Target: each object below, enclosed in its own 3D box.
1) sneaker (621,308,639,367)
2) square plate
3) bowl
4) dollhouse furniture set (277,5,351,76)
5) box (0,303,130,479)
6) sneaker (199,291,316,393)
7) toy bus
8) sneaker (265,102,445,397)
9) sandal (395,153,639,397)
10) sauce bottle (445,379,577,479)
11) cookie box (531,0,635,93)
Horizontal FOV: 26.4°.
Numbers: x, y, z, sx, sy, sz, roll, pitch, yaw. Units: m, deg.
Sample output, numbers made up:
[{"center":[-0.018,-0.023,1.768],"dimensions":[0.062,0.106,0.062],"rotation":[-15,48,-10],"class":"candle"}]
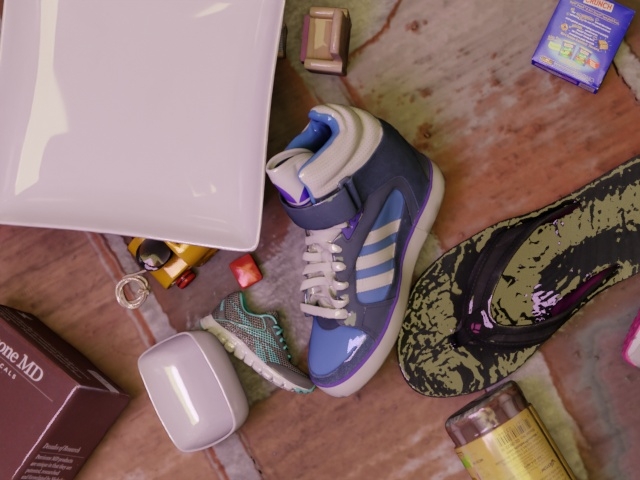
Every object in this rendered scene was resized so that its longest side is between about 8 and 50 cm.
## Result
[{"center":[0.470,0.073,1.618],"dimensions":[0.252,0.103,0.111],"rotation":[-41,83,3],"class":"sneaker"},{"center":[-0.217,-0.175,1.605],"dimensions":[0.344,0.049,0.347],"rotation":[6,91,10],"class":"square plate"},{"center":[-0.148,0.180,1.672],"dimensions":[0.142,0.053,0.142],"rotation":[-29,84,47],"class":"bowl"},{"center":[-0.109,-0.363,1.641],"dimensions":[0.303,0.198,0.286],"rotation":[6,88,6],"class":"dollhouse furniture set"},{"center":[-0.428,0.283,1.655],"dimensions":[0.191,0.143,0.381],"rotation":[35,89,24],"class":"box"},{"center":[-0.067,0.125,1.688],"dimensions":[0.166,0.065,0.076],"rotation":[36,87,4],"class":"sneaker"},{"center":[-0.170,-0.015,1.680],"dimensions":[0.191,0.104,0.202],"rotation":[0,87,6],"class":"toy bus"},{"center":[0.000,0.000,1.595],"dimensions":[0.236,0.130,0.322],"rotation":[28,81,-37],"class":"sneaker"},{"center":[0.274,0.029,1.635],"dimensions":[0.446,0.107,0.167],"rotation":[-35,85,3],"class":"sandal"},{"center":[0.274,0.339,1.622],"dimensions":[0.111,0.111,0.344],"rotation":[-30,84,4],"class":"sauce bottle"},{"center":[0.322,-0.249,1.675],"dimensions":[0.092,0.040,0.107],"rotation":[26,91,6],"class":"cookie box"}]
